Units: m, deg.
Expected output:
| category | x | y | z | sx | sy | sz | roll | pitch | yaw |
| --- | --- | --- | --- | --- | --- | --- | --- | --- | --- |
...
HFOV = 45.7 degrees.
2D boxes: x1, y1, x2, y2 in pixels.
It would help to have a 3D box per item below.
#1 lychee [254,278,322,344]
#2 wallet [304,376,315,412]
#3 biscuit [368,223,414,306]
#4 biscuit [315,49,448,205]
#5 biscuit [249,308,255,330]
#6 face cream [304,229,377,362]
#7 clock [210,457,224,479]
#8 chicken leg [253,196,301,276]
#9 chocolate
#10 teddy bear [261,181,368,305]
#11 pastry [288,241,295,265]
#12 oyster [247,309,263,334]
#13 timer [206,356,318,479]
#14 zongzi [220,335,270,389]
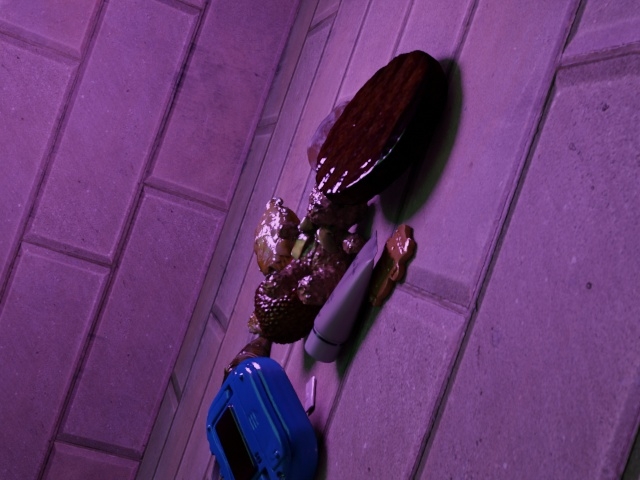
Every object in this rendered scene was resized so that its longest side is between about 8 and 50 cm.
| category | x | y | z | sx | sy | sz | roll | pitch | yaw |
| --- | --- | --- | --- | --- | --- | --- | --- | --- | --- |
| lychee | -0.085 | 0.172 | 1.977 | 0.194 | 0.194 | 0.194 | -161 | 90 | -73 |
| wallet | -0.025 | 0.376 | 1.848 | 0.044 | 0.011 | 0.083 | 125 | 157 | -43 |
| biscuit | 0.148 | 0.050 | 1.635 | 0.133 | 0.027 | 0.184 | -90 | 25 | -44 |
| biscuit | 0.142 | -0.255 | 1.771 | 0.407 | 0.091 | 0.407 | -42 | 28 | 28 |
| biscuit | -0.190 | 0.241 | 2.461 | 0.131 | 0.026 | 0.237 | -65 | 14 | -21 |
| face cream | 0.063 | 0.133 | 1.711 | 0.314 | 0.089 | 0.143 | -62 | 5 | 18 |
| clock | -0.268 | 0.666 | 2.159 | 0.280 | 0.055 | 0.280 | -168 | 90 | -79 |
| chicken leg | -0.114 | 0.081 | 2.242 | 0.201 | 0.153 | 0.429 | -46 | 36 | 38 |
| chocolate | 0.023 | -0.324 | 2.342 | 0.254 | 0.080 | 0.157 | 138 | 147 | -58 |
| teddy bear | -0.005 | 0.002 | 1.854 | 0.296 | 0.246 | 0.222 | -37 | -52 | -50 |
| pastry | -0.027 | 0.037 | 2.085 | 0.192 | 0.093 | 0.182 | -107 | 37 | -62 |
| oyster | -0.167 | 0.253 | 2.318 | 0.121 | 0.045 | 0.146 | -44 | 51 | 21 |
| timer | -0.147 | 0.465 | 1.775 | 0.309 | 0.115 | 0.340 | -58 | 46 | 33 |
| zongzi | -0.226 | 0.422 | 2.334 | 0.241 | 0.111 | 0.247 | -48 | -18 | -52 |
